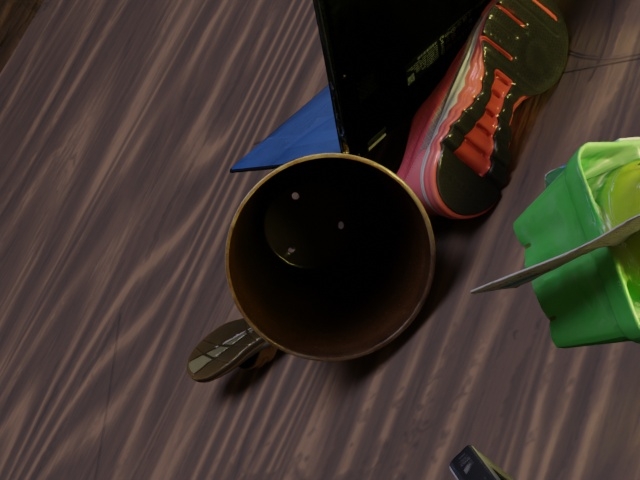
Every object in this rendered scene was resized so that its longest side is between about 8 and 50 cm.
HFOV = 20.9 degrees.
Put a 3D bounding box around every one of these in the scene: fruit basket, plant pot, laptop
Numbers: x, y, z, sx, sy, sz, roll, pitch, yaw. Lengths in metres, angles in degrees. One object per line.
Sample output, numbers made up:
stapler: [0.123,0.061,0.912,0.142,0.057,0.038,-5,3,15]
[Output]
fruit basket: [0.328,-0.044,1.275,0.353,0.327,0.165,-38,68,45]
plant pot: [0.000,0.000,1.870,0.215,0.215,0.230,-47,10,3]
laptop: [0.069,-0.282,1.986,0.236,0.408,0.382,30,60,31]

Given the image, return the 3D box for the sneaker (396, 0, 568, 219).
sneaker: [0.159,-0.158,1.904,0.136,0.116,0.313,-10,46,54]

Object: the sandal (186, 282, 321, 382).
sandal: [-0.069,0.113,1.972,0.180,0.049,0.072,-33,32,-1]

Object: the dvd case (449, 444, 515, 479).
dvd case: [0.194,0.252,1.218,0.029,0.179,0.238,-48,26,5]
